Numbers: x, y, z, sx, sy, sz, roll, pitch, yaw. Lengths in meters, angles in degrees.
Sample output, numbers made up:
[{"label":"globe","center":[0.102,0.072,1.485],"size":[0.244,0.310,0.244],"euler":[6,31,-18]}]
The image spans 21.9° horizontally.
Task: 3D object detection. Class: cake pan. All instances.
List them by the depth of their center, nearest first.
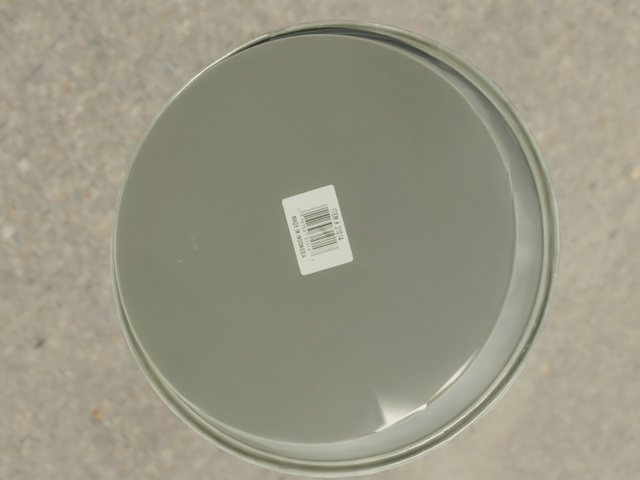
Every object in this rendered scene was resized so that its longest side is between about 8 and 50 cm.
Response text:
[{"label":"cake pan","center":[0.000,0.000,1.030],"size":[0.293,0.293,0.054],"euler":[-49,166,3]}]
